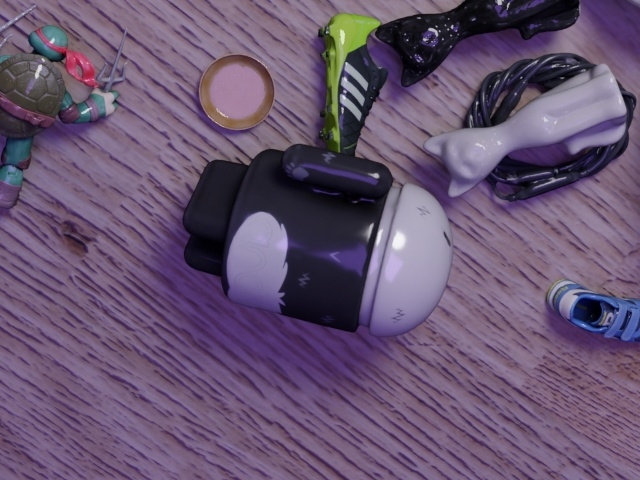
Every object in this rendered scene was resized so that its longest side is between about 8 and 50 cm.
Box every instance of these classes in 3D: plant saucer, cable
[{"bbox_3d":[-0.091,-0.163,1.165,0.083,0.015,0.083,-1,102,-3],"label":"plant saucer"},{"bbox_3d":[0.257,-0.133,1.176,0.184,0.047,0.150,-20,97,5],"label":"cable"}]

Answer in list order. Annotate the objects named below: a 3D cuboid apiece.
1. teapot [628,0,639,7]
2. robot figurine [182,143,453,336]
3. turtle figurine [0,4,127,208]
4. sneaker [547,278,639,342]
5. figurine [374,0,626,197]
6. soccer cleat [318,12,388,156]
[{"bbox_3d":[0.394,-0.349,1.056,0.252,0.187,0.256,40,140,22],"label":"teapot"},{"bbox_3d":[0.000,0.000,1.117,0.278,0.209,0.173,14,90,6],"label":"robot figurine"},{"bbox_3d":[-0.315,-0.154,1.114,0.175,0.118,0.234,34,104,-9],"label":"turtle figurine"},{"bbox_3d":[0.333,0.088,1.215,0.144,0.059,0.053,14,99,-6],"label":"sneaker"},{"bbox_3d":[0.189,-0.169,1.115,0.209,0.092,0.214,-22,93,12],"label":"figurine"},{"bbox_3d":[0.037,-0.156,1.153,0.072,0.060,0.178,-3,102,-15],"label":"soccer cleat"}]
